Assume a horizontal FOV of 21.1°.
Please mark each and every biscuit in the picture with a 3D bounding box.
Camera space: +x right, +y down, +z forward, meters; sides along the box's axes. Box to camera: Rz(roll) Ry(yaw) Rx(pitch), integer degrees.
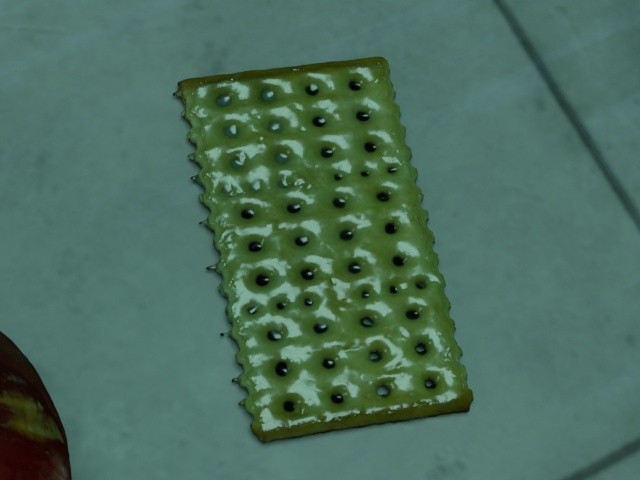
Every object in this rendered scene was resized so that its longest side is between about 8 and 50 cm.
[{"bbox_3d":[0.000,0.000,1.009,0.139,0.016,0.231,-8,70,-13],"label":"biscuit"}]

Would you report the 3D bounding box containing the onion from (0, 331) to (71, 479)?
[{"bbox_3d":[-0.250,0.122,0.856,0.248,0.161,0.248,0,86,4],"label":"onion"}]
